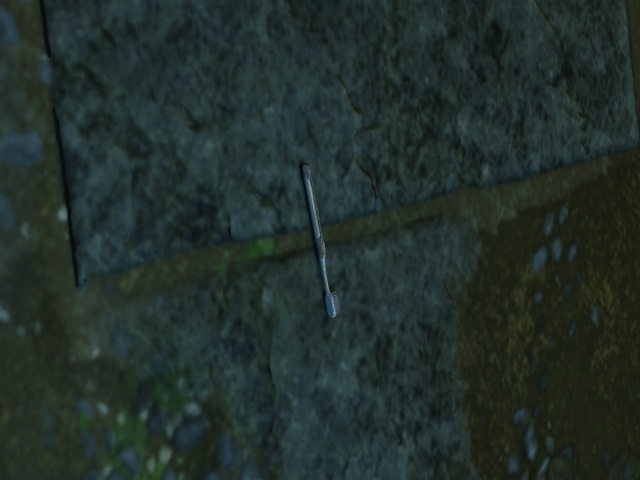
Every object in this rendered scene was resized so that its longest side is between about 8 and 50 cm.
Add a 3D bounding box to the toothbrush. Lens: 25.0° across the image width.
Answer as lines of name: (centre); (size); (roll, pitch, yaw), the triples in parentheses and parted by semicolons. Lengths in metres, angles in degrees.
toothbrush: (0.000, 0.000, 0.876); (0.008, 0.006, 0.097); (-25, 108, -51)
